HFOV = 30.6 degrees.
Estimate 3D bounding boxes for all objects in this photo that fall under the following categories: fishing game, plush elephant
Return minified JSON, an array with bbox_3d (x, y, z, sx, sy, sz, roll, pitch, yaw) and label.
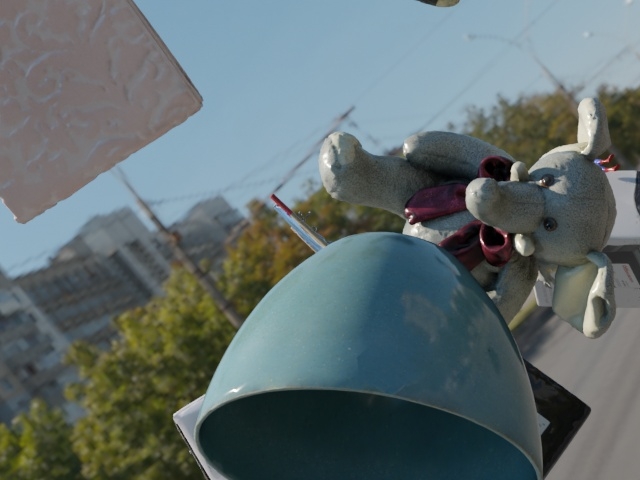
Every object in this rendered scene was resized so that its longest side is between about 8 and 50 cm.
[{"bbox_3d":[0.000,0.000,1.871,0.041,0.189,0.264,-46,-16,-4],"label":"fishing game"},{"bbox_3d":[0.200,-0.018,1.266,0.330,0.271,0.255,2,-19,-25],"label":"plush elephant"}]

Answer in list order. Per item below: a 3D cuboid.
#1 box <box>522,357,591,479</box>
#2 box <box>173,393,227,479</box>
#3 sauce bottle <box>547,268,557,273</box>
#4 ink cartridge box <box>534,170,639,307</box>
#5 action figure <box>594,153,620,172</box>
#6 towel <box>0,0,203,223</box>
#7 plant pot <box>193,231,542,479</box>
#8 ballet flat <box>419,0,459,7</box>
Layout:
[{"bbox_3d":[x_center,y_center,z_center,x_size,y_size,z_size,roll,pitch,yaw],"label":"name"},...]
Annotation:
[{"bbox_3d":[0.284,0.430,2.167,0.293,0.212,0.395,-45,-17,-32],"label":"box"},{"bbox_3d":[-0.043,0.285,1.505,0.127,0.262,0.231,-32,-5,14],"label":"box"},{"bbox_3d":[0.248,0.026,1.677,0.345,0.111,0.111,-22,-15,-24],"label":"sauce bottle"},{"bbox_3d":[0.616,0.002,2.311,0.285,0.395,0.166,63,-148,-54],"label":"ink cartridge box"},{"bbox_3d":[0.512,-0.140,2.203,0.030,0.038,0.115,-50,22,-26],"label":"action figure"},{"bbox_3d":[-0.390,-0.233,1.685,0.332,0.317,0.053,-32,17,7],"label":"towel"},{"bbox_3d":[0.053,0.109,1.024,0.290,0.290,0.195,128,158,-55],"label":"plant pot"},{"bbox_3d":[0.095,-0.334,1.453,0.057,0.173,0.049,-62,1,36],"label":"ballet flat"}]
